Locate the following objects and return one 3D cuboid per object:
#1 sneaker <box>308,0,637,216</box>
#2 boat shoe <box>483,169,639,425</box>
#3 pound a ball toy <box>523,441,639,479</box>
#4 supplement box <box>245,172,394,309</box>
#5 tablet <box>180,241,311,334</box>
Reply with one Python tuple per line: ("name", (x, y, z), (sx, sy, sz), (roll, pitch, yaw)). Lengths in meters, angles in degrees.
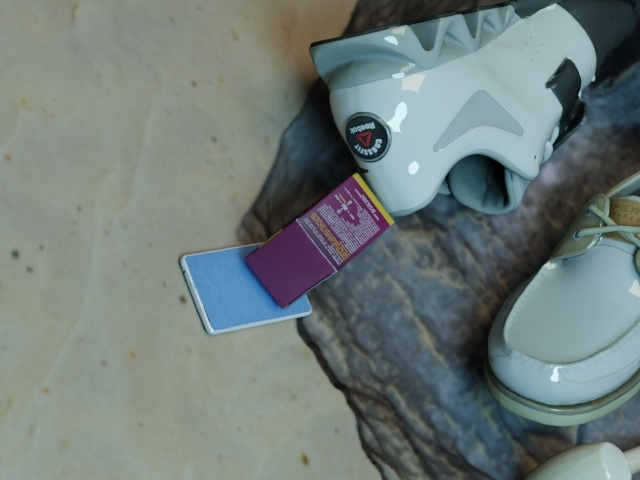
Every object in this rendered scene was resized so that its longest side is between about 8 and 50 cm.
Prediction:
("sneaker", (0.123, -0.096, 1.256), (0.330, 0.122, 0.146), (-20, 98, -46))
("boat shoe", (0.204, 0.017, 1.219), (0.113, 0.103, 0.302), (23, 35, 21))
("pound a ball toy", (0.312, 0.194, 1.200), (0.319, 0.136, 0.208), (-14, 74, -41))
("supplement box", (0.000, 0.000, 1.127), (0.043, 0.055, 0.083), (53, 37, -2))
("tablet", (-0.046, 0.029, 1.118), (0.083, 0.006, 0.054), (-9, 71, -40))
